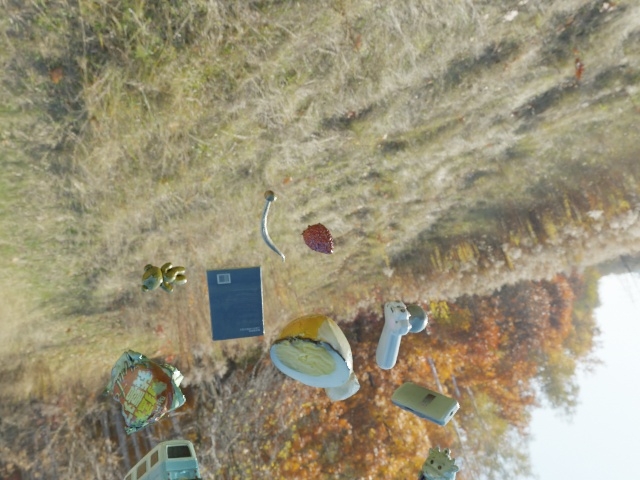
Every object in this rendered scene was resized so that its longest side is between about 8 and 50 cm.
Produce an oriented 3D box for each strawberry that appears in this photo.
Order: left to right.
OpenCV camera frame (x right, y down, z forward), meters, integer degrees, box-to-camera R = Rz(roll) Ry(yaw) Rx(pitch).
[{"bbox_3d":[-0.005,0.002,1.951,0.131,0.148,0.131,-17,163,-5],"label":"strawberry"}]

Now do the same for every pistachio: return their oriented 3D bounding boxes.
[{"bbox_3d":[0.087,0.610,1.907,0.145,0.117,0.200,20,133,7],"label":"pistachio"}]

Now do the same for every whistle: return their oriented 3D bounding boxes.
[{"bbox_3d":[0.314,0.696,1.277,0.110,0.244,0.092,22,-178,44],"label":"whistle"}]

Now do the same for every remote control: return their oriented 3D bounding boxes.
[{"bbox_3d":[0.452,0.717,2.011,0.140,0.056,0.296,-33,-158,-33],"label":"remote control"}]

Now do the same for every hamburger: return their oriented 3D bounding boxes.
[{"bbox_3d":[-0.606,0.511,1.596,0.260,0.276,0.150,-45,161,13],"label":"hamburger"}]

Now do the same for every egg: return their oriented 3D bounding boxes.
[{"bbox_3d":[-0.014,0.403,1.743,0.337,0.337,0.201,-29,-157,42],"label":"egg"}]

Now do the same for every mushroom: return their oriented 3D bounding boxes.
[{"bbox_3d":[-0.170,-0.039,1.565,0.068,0.043,0.306,12,130,17],"label":"mushroom"}]

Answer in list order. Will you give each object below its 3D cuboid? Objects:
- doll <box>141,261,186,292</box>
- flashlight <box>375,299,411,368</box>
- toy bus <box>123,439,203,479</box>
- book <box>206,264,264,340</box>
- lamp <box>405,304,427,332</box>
[{"bbox_3d":[-0.703,0.164,2.036,0.097,0.137,0.209,3,180,42],"label":"doll"},{"bbox_3d":[0.173,0.231,1.090,0.047,0.093,0.200,-3,125,-15],"label":"flashlight"},{"bbox_3d":[-0.474,0.705,1.326,0.133,0.164,0.271,20,124,-43],"label":"toy bus"},{"bbox_3d":[-0.251,0.188,1.357,0.160,0.228,0.024,-4,-163,-9],"label":"book"},{"bbox_3d":[0.336,0.284,1.654,0.105,0.105,0.105,-16,167,-4],"label":"lamp"}]
